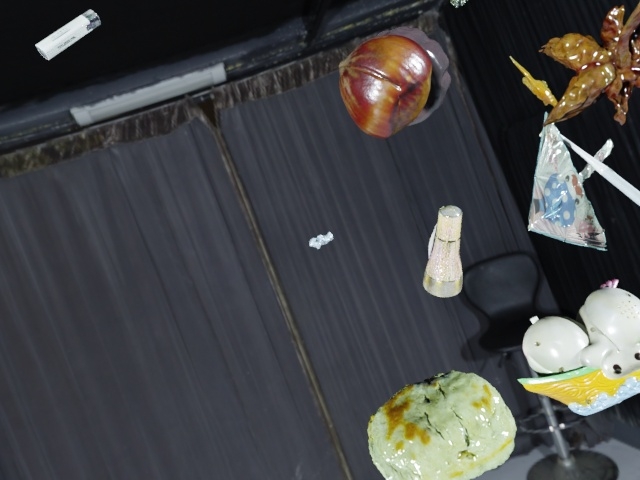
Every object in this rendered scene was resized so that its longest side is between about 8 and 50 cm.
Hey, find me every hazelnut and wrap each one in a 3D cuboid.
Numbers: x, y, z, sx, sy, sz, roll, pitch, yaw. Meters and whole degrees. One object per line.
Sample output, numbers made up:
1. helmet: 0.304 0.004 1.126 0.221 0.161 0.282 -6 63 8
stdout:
1. hazelnut: 0.145 -0.365 1.188 0.229 0.230 0.229 -21 2 1

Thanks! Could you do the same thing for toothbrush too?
1. toothbrush: 0.596 -0.128 1.051 0.030 0.342 0.025 -55 -12 26

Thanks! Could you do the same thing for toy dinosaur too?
1. toy dinosaur: 0.547 -0.391 1.293 0.039 0.161 0.126 -45 29 29

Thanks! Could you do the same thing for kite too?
1. kite: 0.522 -0.109 1.056 0.314 0.336 0.011 -39 17 -21

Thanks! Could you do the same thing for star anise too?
1. star anise: 0.517 -0.352 0.906 0.148 0.237 0.347 -25 -32 -33

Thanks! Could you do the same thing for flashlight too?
1. flashlight: -0.310 -0.255 0.633 0.083 0.018 0.018 -48 -12 -22

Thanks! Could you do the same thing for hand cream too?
1. hand cream: 0.262 0.020 1.068 0.083 0.203 0.084 -2 34 1

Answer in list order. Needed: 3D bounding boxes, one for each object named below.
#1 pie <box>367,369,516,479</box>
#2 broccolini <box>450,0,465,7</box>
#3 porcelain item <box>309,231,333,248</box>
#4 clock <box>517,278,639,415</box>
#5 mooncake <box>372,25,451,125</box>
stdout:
1. pie: 0.197 0.315 0.879 0.247 0.090 0.201 -25 40 -5
2. broccolini: 0.269 -0.640 1.202 0.058 0.216 0.067 -51 13 -7
3. porcelain item: 0.000 0.000 1.453 0.036 0.028 0.083 31 37 30
4. clock: 0.377 0.147 0.701 0.230 0.144 0.103 -25 -25 -3
5. mooncake: 0.241 -0.485 1.507 0.282 0.283 0.141 -19 30 44
